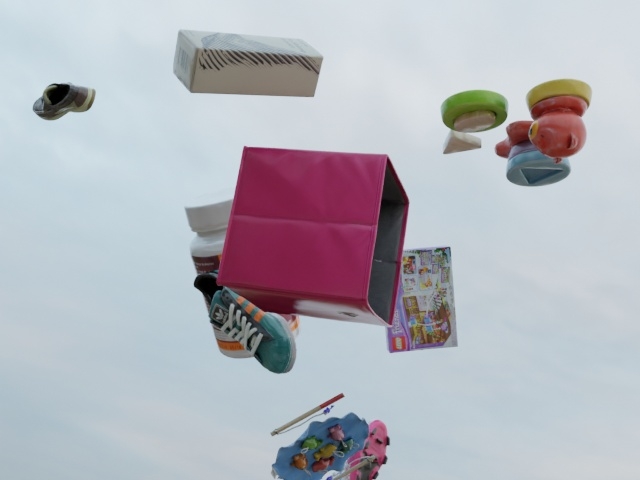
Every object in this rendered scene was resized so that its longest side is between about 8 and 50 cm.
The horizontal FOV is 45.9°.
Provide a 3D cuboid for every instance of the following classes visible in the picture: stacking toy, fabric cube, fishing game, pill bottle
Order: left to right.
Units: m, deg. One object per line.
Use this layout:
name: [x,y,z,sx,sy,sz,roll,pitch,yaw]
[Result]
pill bottle: [-0.196,0.073,1.883,0.224,0.224,0.392,-3,-72,38]
fabric cube: [0.000,0.000,1.338,0.258,0.259,0.254,5,-14,16]
fishing game: [0.005,0.370,1.311,0.189,0.041,0.264,-26,-42,-9]
stacking toy: [0.379,-0.185,1.502,0.280,0.130,0.309,-1,-19,7]

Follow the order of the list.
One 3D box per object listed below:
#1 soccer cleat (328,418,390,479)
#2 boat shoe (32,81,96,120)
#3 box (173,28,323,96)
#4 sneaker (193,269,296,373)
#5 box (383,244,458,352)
soccer cleat: [0.066,0.604,1.909,0.143,0.331,0.116,0,-28,45]
boat shoe: [-0.620,-0.337,1.783,0.224,0.080,0.073,1,-20,39]
box: [-0.142,-0.348,1.493,0.275,0.113,0.094,-6,-54,-32]
sneaker: [-0.166,0.168,1.562,0.121,0.108,0.302,5,30,-42]
box: [0.281,0.167,2.167,0.201,0.293,0.057,-5,4,-4]
